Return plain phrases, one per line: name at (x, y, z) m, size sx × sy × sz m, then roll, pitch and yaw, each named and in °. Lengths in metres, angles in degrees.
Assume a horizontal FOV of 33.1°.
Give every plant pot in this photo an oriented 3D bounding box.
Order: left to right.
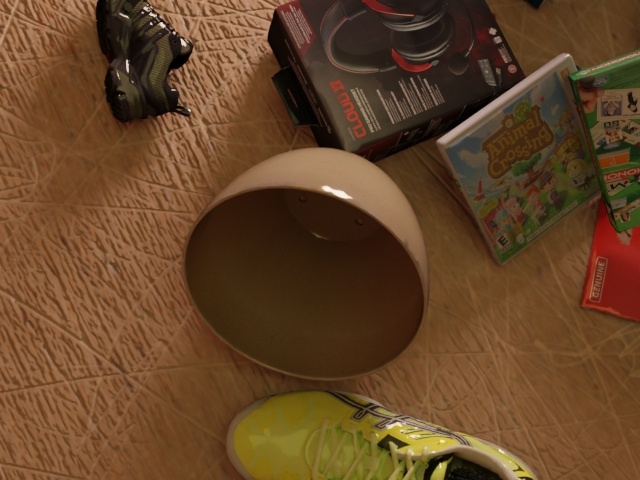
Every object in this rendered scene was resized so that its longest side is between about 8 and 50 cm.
plant pot at (0.000, 0.000, 1.281) m, size 0.284 × 0.284 × 0.191 m, roll 22°, pitch 39°, yaw -1°

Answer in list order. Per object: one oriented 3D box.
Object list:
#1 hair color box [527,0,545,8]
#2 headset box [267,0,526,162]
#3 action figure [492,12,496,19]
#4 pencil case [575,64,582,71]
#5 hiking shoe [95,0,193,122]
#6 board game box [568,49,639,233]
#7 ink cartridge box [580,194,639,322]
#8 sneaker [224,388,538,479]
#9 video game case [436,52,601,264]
hair color box at (0.391, -0.495, 1.476) m, size 0.105 × 0.174 × 0.347 m, roll 43°, pitch 75°, yaw 6°
headset box at (0.082, -0.230, 1.403) m, size 0.293 × 0.110 × 0.218 m, roll -23°, pitch 81°, yaw -12°
action figure at (0.223, -0.299, 1.483) m, size 0.038 × 0.030 × 0.115 m, roll -12°, pitch 80°, yaw -15°
pencil case at (0.302, -0.166, 1.439) m, size 0.152 × 0.070 × 0.064 m, roll -44°, pitch 55°, yaw -12°
hiking shoe at (-0.226, -0.262, 1.398) m, size 0.114 × 0.086 × 0.226 m, roll -3°, pitch 82°, yaw -22°
board game box at (0.495, -0.158, 1.354) m, size 0.317 × 0.046 × 0.213 m, roll -18°, pitch 108°, yaw 7°
ink cartridge box at (0.503, -0.019, 1.429) m, size 0.261 × 0.066 × 0.296 m, roll 15°, pitch 74°, yaw -4°
sneaker at (0.080, 0.253, 1.265) m, size 0.385 × 0.147 × 0.145 m, roll 10°, pitch 77°, yaw -3°
video game case at (0.273, -0.103, 1.385) m, size 0.212 × 0.023 × 0.193 m, roll -35°, pitch 114°, yaw -12°
